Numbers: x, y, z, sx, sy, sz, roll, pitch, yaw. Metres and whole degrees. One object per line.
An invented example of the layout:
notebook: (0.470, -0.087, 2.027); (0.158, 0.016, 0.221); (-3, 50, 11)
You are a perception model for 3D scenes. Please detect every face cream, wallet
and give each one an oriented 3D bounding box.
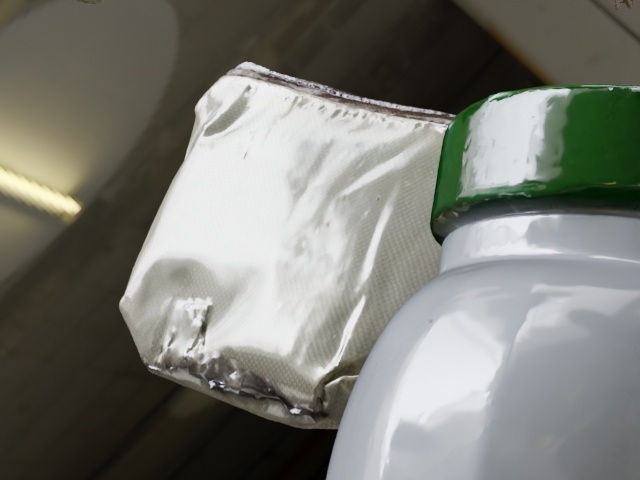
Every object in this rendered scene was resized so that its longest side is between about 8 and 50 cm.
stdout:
face cream: (0.130, 0.131, 0.705); (0.312, 0.220, 0.356); (27, -111, -49)
wallet: (-0.001, -0.003, 1.162); (0.068, 0.335, 0.274); (45, -111, -46)

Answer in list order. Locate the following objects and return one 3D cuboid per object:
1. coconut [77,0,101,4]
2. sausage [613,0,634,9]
coconut: (-0.151, -0.240, 1.003); (0.161, 0.162, 0.161); (-38, 10, 8)
sausage: (0.168, -0.113, 0.563); (0.158, 0.042, 0.036); (-7, -18, 39)
